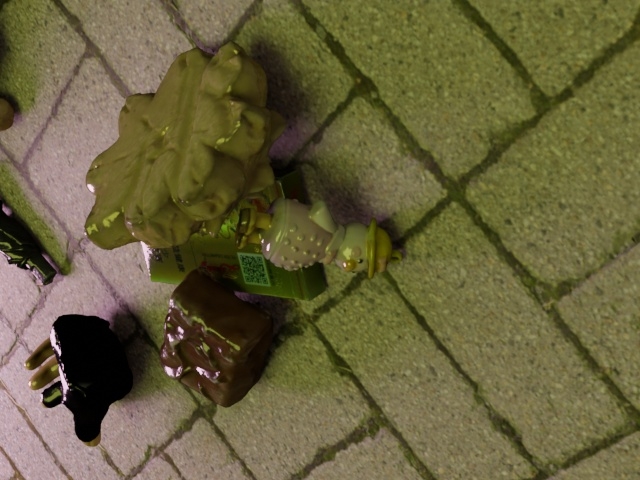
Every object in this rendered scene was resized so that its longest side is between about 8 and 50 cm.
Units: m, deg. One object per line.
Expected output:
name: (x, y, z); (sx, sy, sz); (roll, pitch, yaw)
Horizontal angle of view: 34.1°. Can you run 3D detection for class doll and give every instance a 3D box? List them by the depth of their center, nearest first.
doll: (0.000, 0.000, 1.245); (0.207, 0.081, 0.129); (12, 141, -13)

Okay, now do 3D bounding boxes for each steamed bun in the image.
steamed bun: (-0.163, -0.097, 1.295); (0.137, 0.295, 0.292); (35, 177, -40)

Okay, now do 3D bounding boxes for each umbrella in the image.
umbrella: (-0.534, -0.013, 1.759); (0.235, 0.066, 0.059); (47, 129, 7)

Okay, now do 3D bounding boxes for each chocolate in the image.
chocolate: (-0.154, 0.146, 1.463); (0.148, 0.093, 0.214); (34, 143, 13)

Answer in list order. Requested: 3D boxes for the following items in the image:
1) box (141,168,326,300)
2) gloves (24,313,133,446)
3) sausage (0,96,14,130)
box: (-0.138, -0.014, 1.431); (0.311, 0.043, 0.173); (4, 115, 40)
gloves: (-0.388, 0.231, 1.707); (0.301, 0.152, 0.197); (-37, 65, 52)
sausage: (-0.603, -0.196, 1.721); (0.301, 0.066, 0.065); (-4, 110, 41)
